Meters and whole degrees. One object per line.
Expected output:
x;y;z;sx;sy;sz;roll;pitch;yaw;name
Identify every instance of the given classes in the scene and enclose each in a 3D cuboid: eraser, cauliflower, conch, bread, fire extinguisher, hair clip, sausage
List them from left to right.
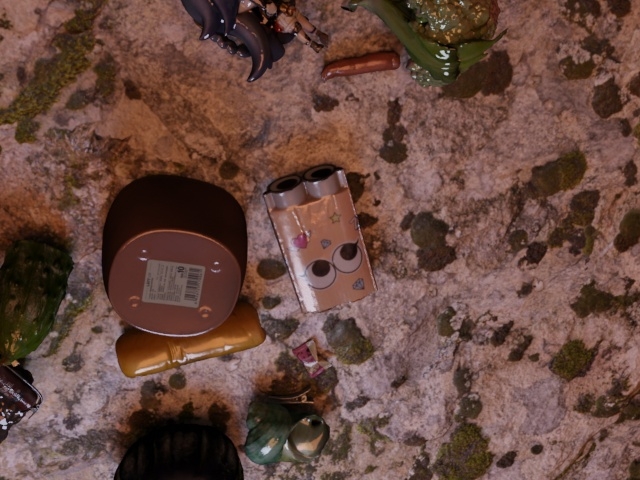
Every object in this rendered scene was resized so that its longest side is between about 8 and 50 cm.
-0.589;0.279;1.474;0.064;0.043;0.158;-31;121;8;fire extinguisher
-0.268;0.197;1.590;0.305;0.142;0.091;-14;113;-8;bread
-0.089;0.432;1.727;0.176;0.122;0.188;-39;137;9;conch
-0.072;0.355;1.759;0.115;0.030;0.039;-2;95;-12;hair clip
0.000;0.000;1.582;0.171;0.087;0.290;-19;116;-3;eraser
0.076;-0.335;1.477;0.158;0.036;0.042;-13;108;-4;sausage
0.184;-0.407;1.381;0.315;0.256;0.239;26;104;17;cauliflower

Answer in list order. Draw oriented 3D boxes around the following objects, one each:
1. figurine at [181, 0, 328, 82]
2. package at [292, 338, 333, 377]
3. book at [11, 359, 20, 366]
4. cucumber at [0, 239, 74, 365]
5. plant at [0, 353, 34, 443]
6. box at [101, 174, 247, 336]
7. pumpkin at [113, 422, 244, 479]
-0.127;-0.407;1.338;0.197;0.175;0.265;-29;108;8;figurine
-0.018;0.266;1.728;0.059;0.029;0.083;-33;105;13;package
-0.666;0.125;1.474;0.018;0.170;0.242;-37;116;-19;book
-0.554;0.126;1.441;0.134;0.244;0.134;3;145;2;cucumber
-0.702;0.296;1.531;0.178;0.204;0.234;-46;119;7;plant
-0.276;0.040;1.481;0.301;0.216;0.301;-5;115;-10;box
-0.308;0.562;1.670;0.296;0.296;0.296;-4;114;-9;pumpkin
